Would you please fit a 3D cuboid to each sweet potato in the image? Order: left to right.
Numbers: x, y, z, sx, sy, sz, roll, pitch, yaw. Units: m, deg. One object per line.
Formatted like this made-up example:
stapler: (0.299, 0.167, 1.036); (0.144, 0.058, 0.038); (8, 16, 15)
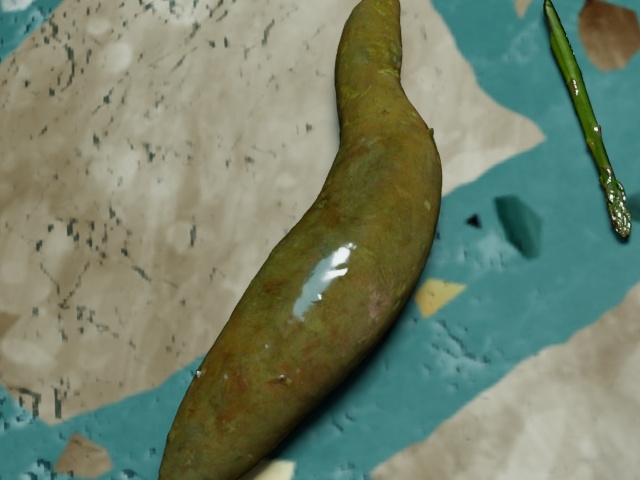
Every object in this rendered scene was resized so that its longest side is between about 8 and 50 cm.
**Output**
sweet potato: (0.007, -0.002, 1.085); (0.108, 0.079, 0.346); (7, 62, 32)

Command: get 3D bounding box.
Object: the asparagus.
asparagus: (0.151, -0.071, 1.117); (0.016, 0.013, 0.166); (4, 56, -30)
